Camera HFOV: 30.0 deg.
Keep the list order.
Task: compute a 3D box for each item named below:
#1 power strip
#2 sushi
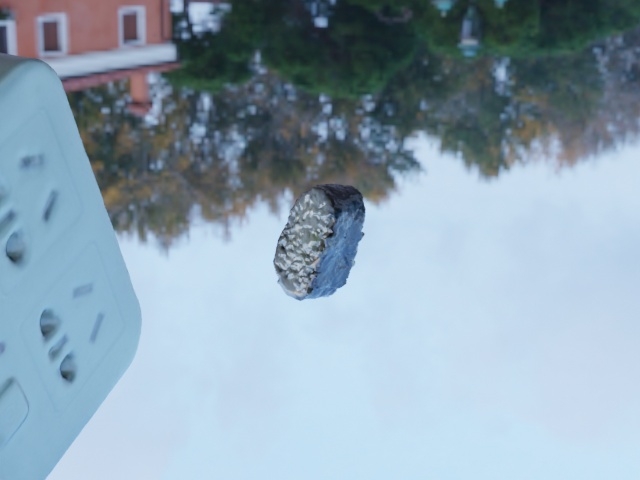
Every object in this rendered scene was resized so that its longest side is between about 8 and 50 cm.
[{"bbox_3d":[-0.231,0.051,0.642,0.141,0.229,0.261,10,-135,25],"label":"power strip"},{"bbox_3d":[0.000,0.000,1.489,0.078,0.150,0.090,-3,-153,-45],"label":"sushi"}]
